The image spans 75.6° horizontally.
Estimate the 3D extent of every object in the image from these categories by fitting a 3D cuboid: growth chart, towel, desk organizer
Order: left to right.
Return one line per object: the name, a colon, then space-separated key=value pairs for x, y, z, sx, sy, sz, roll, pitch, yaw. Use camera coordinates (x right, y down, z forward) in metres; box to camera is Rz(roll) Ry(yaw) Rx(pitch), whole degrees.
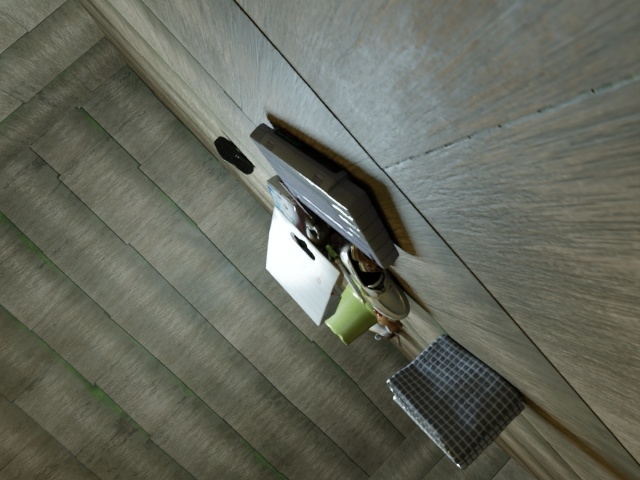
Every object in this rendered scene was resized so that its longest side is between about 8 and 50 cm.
desk organizer: x=-0.055 y=-0.129 z=1.154 sx=0.130 sy=0.047 sz=0.050 roll=49 pitch=176 yaw=-28
growth chart: x=0.091 y=0.122 z=1.263 sx=0.172 sy=0.021 sz=0.237 roll=56 pitch=-179 yaw=3
towel: x=0.338 y=0.401 z=1.082 sx=0.283 sy=0.235 sz=0.121 roll=38 pitch=167 yaw=51

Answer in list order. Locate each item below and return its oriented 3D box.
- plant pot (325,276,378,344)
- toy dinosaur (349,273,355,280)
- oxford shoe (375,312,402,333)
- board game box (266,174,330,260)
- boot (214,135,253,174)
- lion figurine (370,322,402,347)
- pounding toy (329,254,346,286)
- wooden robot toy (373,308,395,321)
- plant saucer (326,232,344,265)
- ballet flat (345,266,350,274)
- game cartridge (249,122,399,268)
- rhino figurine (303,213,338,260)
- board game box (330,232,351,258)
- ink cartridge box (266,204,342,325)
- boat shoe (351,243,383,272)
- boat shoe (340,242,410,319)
plant pot: x=0.160 y=0.368 z=2.052 sx=0.276 sy=0.254 sz=0.276 roll=45 pitch=175 yaw=5
toy dinosaur: x=0.137 y=0.119 z=1.652 sx=0.090 sy=0.047 sz=0.082 roll=3 pitch=142 yaw=11
oxford shoe: x=0.279 y=0.336 z=1.867 sx=0.212 sy=0.076 sz=0.076 roll=48 pitch=176 yaw=-7
board game box: x=-0.074 y=-0.064 z=1.426 sx=0.193 sy=0.053 sz=0.305 roll=41 pitch=161 yaw=42
boot: x=-0.368 y=-0.353 z=1.766 sx=0.198 sy=0.077 sz=0.137 roll=48 pitch=179 yaw=-11
lion figurine: x=0.306 y=0.467 z=2.304 sx=0.392 sy=0.142 sz=0.240 roll=39 pitch=180 yaw=22
pounding toy: x=-0.008 y=0.139 z=1.630 sx=0.269 sy=0.154 sz=0.155 roll=21 pitch=-161 yaw=-38
wooden robot toy: x=0.228 y=0.234 z=1.566 sx=0.173 sy=0.076 sz=0.079 roll=48 pitch=-175 yaw=-20
plant saucer: x=0.018 y=-0.005 z=1.552 sx=0.241 sy=0.037 sz=0.241 roll=46 pitch=174 yaw=7
ballet flat: x=0.106 y=0.130 z=1.788 sx=0.057 sy=0.049 sz=0.173 roll=44 pitch=174 yaw=5
game cartridge: x=0.004 y=-0.103 z=0.859 sx=0.355 sy=0.068 sz=0.230 roll=42 pitch=169 yaw=40
rhino figurine: x=0.000 y=0.000 z=1.274 sx=0.106 sy=0.073 sz=0.243 roll=47 pitch=157 yaw=36
board game box: x=0.115 y=0.072 z=1.330 sx=0.193 sy=0.045 sz=0.147 roll=50 pitch=173 yaw=-32
ink cartridge box: x=-0.048 y=0.080 z=1.381 sx=0.308 sy=0.091 sz=0.385 roll=46 pitch=149 yaw=20
boat shoe: x=0.118 y=0.030 z=0.990 sx=0.060 sy=0.064 sz=0.178 roll=9 pitch=160 yaw=23
boat shoe: x=0.156 y=0.115 z=1.138 sx=0.267 sy=0.096 sz=0.088 roll=55 pitch=179 yaw=-3
